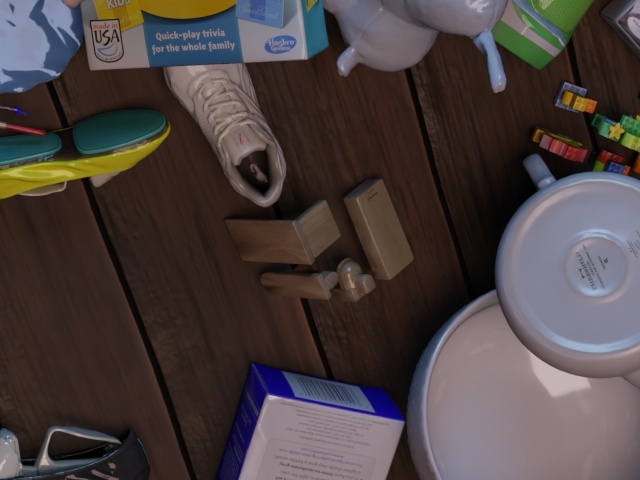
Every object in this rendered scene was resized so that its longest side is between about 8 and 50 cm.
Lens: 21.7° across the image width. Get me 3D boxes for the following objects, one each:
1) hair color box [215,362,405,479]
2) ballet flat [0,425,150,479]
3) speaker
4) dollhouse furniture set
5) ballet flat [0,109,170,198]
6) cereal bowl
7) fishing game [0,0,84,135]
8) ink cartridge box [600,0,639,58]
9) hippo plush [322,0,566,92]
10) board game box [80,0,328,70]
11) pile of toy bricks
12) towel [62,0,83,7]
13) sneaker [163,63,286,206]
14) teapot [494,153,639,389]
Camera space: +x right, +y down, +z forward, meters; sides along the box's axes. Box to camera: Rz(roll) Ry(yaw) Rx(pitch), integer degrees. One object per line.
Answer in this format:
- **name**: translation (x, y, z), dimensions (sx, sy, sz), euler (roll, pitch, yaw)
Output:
- **hair color box**: translation (-0.040, 0.337, 2.073), dimensions (0.185, 0.110, 0.339), euler (14, 103, -18)
- **ballet flat**: translation (-0.344, 0.270, 1.997), dimensions (0.280, 0.095, 0.096), euler (-5, 100, -22)
- **speaker**: translation (0.290, -0.346, 1.901), dimensions (0.131, 0.131, 0.296), euler (31, 100, -20)
- **dollhouse furniture set**: translation (0.000, 0.000, 2.008), dimensions (0.151, 0.123, 0.144), euler (-40, 117, -35)
- **ballet flat**: translation (-0.281, -0.092, 1.898), dimensions (0.231, 0.077, 0.077), euler (-12, 132, -6)
- **cereal bowl**: translation (0.252, 0.229, 2.048), dimensions (0.339, 0.141, 0.339), euler (5, 74, -18)
- **fishing game**: translation (-0.350, -0.253, 1.838), dimensions (0.189, 0.041, 0.264), euler (9, 98, -17)
- **ink cartridge box**: translation (0.508, -0.328, 1.990), dimensions (0.333, 0.065, 0.165), euler (-46, 111, 4)
- **hippo plush**: translation (0.124, -0.293, 1.841), dimensions (0.234, 0.236, 0.294), euler (-35, 92, -34)
- **board game box**: translation (-0.140, -0.354, 1.756), dimensions (0.253, 0.079, 0.336), euler (-1, 107, 19)
- **pile of toy bricks**: translation (0.372, -0.123, 2.006), dimensions (0.212, 0.105, 0.118), euler (16, 104, -17)
- **towel**: translation (-0.204, -0.444, 1.673), dimensions (0.317, 0.053, 0.332), euler (-27, 93, 23)
- **sneaker**: translation (-0.098, -0.138, 1.890), dimensions (0.090, 0.115, 0.232), euler (-33, 112, 0)
- **teapot**: translation (0.323, 0.044, 1.952), dimensions (0.252, 0.187, 0.256), euler (16, 83, 15)
